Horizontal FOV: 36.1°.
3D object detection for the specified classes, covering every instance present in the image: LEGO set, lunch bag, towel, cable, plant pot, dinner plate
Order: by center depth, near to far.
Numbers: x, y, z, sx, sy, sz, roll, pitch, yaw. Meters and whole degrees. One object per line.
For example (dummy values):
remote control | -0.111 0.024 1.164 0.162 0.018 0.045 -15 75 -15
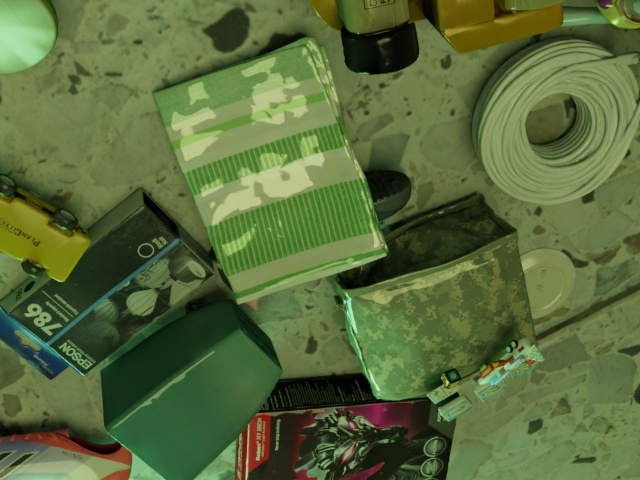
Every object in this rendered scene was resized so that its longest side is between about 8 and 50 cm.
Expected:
towel | -0.064 -0.093 1.375 0.247 0.038 0.325 -19 101 6
plant pot | -0.184 0.213 1.475 0.234 0.166 0.165 -40 118 4
cable | 0.354 -0.181 1.482 0.257 0.089 0.257 3 118 -15
LEGO set | 0.262 0.226 1.529 0.182 0.060 0.244 -31 154 4
lunch bag | 0.170 0.098 1.543 0.286 0.169 0.235 -23 123 -7
dinner plate | 0.371 0.078 1.671 0.141 0.017 0.141 -6 118 -12

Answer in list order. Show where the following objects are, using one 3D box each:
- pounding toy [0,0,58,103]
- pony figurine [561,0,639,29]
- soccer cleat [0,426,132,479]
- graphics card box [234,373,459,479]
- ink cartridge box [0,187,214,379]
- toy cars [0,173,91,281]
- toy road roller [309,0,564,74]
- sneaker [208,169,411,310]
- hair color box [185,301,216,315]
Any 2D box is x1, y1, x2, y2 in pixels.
pounding toy | -0.432 -0.293 1.229 0.182 0.110 0.237 20 141 -35
pony figurine | 0.467 -0.307 1.274 0.350 0.363 0.303 -5 108 -22
soccer cleat | -0.459 0.346 1.569 0.318 0.108 0.117 13 94 -19
graphics card box | 0.042 0.348 1.691 0.370 0.094 0.233 -2 118 -14
ink cartridge box | -0.337 0.085 1.468 0.332 0.065 0.165 -38 121 9
toy cars | -0.520 -0.014 1.358 0.393 0.087 0.177 -8 115 -6
toy road roller | 0.137 -0.365 1.230 0.329 0.241 0.203 -14 122 -2
sneaker | 0.000 0.000 1.482 0.318 0.112 0.131 -22 120 7
hair color box | -0.182 0.169 1.563 0.071 0.043 0.141 1 117 -13
